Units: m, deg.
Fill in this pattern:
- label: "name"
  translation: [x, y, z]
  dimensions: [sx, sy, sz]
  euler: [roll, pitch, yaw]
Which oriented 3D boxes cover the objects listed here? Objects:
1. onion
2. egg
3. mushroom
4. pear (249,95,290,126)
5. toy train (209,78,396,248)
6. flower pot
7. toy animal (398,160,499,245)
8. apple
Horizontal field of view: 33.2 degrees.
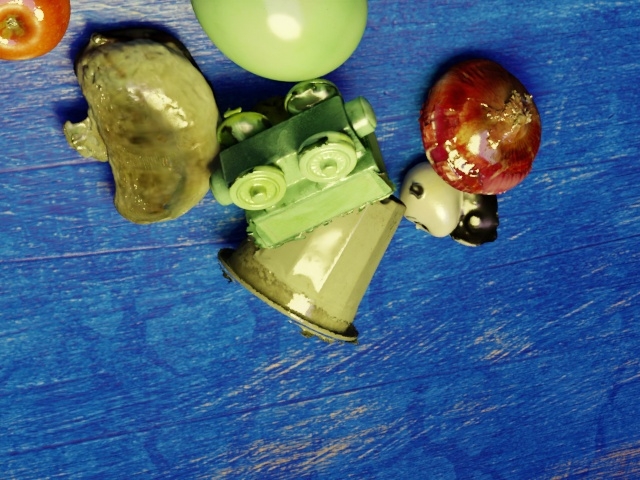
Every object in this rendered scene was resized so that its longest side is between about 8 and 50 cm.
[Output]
- label: "onion"
  translation: [0.283, -0.188, 1.781]
  dimensions: [0.230, 0.163, 0.230]
  euler: [-3, 95, -30]
- label: "egg"
  translation: [-0.059, -0.342, 1.516]
  dimensions: [0.269, 0.220, 0.220]
  euler: [23, 115, -29]
- label: "mushroom"
  translation: [-0.261, -0.156, 1.641]
  dimensions: [0.247, 0.130, 0.344]
  euler: [-12, 130, -19]
- label: "pear"
  translation: [-0.074, -0.168, 1.728]
  dimensions: [0.107, 0.107, 0.131]
  euler: [-14, 112, -11]
- label: "toy train"
  translation: [-0.030, -0.116, 1.612]
  dimensions: [0.271, 0.159, 0.188]
  euler: [-25, 141, 14]
- label: "flower pot"
  translation: [0.000, 0.000, 1.807]
  dimensions: [0.290, 0.290, 0.259]
  euler: [25, 99, -35]
- label: "toy animal"
  translation: [0.225, -0.071, 1.906]
  dimensions: [0.179, 0.166, 0.138]
  euler: [7, 109, -12]
- label: "apple"
  translation: [-0.416, -0.317, 1.443]
  dimensions: [0.163, 0.139, 0.163]
  euler: [-13, 130, -16]
